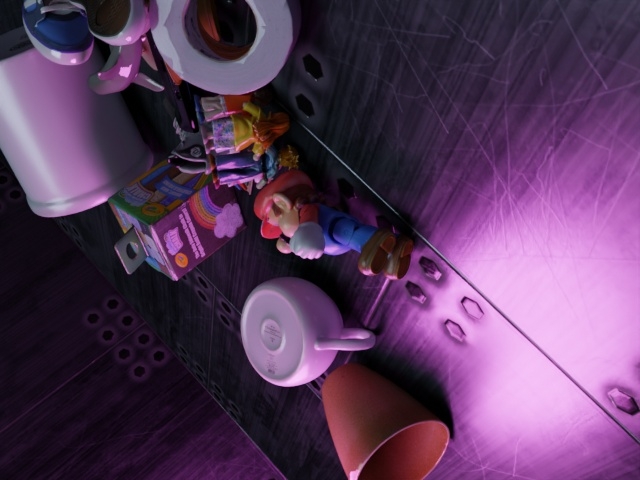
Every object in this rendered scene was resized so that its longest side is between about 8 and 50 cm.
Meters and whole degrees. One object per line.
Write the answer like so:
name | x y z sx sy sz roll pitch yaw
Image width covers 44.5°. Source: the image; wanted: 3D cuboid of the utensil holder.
utensil holder | -0.629 -0.303 1.874 0.327 0.327 0.385 22 140 47

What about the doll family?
doll family | -0.124 -0.164 1.417 0.263 0.163 0.118 84 172 -50

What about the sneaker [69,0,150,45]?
sneaker | -0.304 -0.368 1.238 0.123 0.106 0.290 20 -162 -37

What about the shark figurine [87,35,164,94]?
shark figurine | -0.377 -0.352 1.420 0.166 0.116 0.278 28 135 13

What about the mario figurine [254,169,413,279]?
mario figurine | 0.000 0.000 1.399 0.320 0.170 0.198 26 151 37

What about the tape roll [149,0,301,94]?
tape roll | -0.141 -0.332 1.167 0.219 0.072 0.219 5 123 8

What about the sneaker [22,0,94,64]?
sneaker | -0.524 -0.532 1.529 0.236 0.130 0.323 113 140 -52

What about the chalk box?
chalk box | -0.347 -0.045 1.779 0.179 0.289 0.180 29 146 39

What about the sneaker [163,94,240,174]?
sneaker | -0.285 -0.219 1.628 0.228 0.132 0.086 40 152 23

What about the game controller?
game controller | -0.283 -0.358 1.474 0.319 0.067 0.166 78 166 -45

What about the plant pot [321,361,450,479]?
plant pot | 0.114 0.393 1.709 0.254 0.237 0.237 50 160 44

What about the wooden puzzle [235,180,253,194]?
wooden puzzle | -0.173 -0.139 1.687 0.078 0.014 0.116 42 154 20

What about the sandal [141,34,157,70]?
sandal | -0.399 -0.423 1.514 0.088 0.079 0.240 24 144 49

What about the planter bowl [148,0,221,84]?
planter bowl | -0.221 -0.378 1.316 0.217 0.090 0.217 -11 -90 -88

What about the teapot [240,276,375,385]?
teapot | -0.036 0.192 1.713 0.252 0.187 0.256 -50 60 37
